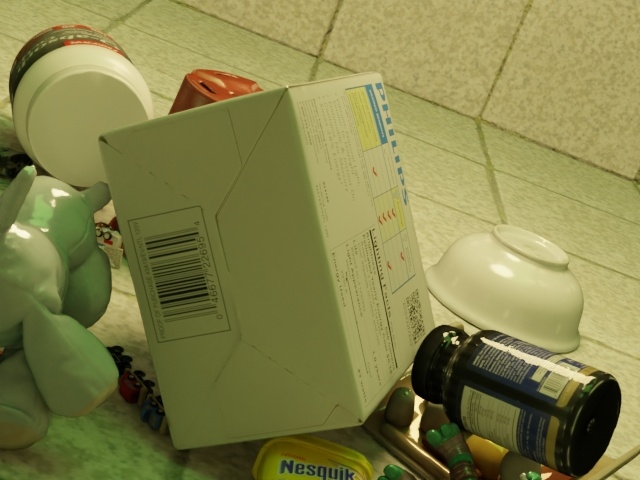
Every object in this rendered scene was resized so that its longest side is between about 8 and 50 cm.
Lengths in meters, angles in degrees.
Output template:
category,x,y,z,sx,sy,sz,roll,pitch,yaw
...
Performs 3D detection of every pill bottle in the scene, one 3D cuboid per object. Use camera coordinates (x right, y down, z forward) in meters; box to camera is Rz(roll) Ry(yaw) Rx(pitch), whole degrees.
category,x,y,z,sx,sy,sz,roll,pitch,yaw
pill bottle,0.217,0.173,1.377,0.219,0.123,0.123,21,15,36
pill bottle,-0.370,-0.209,1.870,0.210,0.210,0.363,15,12,-20

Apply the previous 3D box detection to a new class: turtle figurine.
category,x,y,z,sx,sy,sz,roll,pitch,yaw
turtle figurine,0.151,0.302,1.285,0.175,0.118,0.234,-25,30,-7

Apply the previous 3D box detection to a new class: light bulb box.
category,x,y,z,sx,sy,sz,roll,pitch,yaw
light bulb box,-0.040,0.006,1.394,0.225,0.358,0.361,-10,7,19

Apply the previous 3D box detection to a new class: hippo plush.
category,x,y,z,sx,sy,sz,roll,pitch,yaw
hippo plush,-0.325,0.038,1.217,0.234,0.294,0.236,-12,26,6

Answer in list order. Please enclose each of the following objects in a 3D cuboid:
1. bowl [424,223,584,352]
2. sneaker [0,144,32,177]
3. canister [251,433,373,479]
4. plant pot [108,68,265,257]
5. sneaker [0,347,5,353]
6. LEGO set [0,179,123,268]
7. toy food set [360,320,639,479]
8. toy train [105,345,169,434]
category,x,y,z,sx,sy,sz,roll,pitch,yaw
bowl,0.339,0.062,2.101,0.298,0.134,0.298,19,19,-7
sneaker,-0.501,-0.122,1.814,0.058,0.052,0.135,27,10,34
canister,-0.010,0.275,1.234,0.126,0.073,0.170,20,21,-6
plant pot,-0.144,-0.093,1.782,0.272,0.265,0.272,19,20,-7
sneaker,-0.364,0.030,1.429,0.099,0.121,0.262,17,19,-12
LEGO set,-0.384,-0.026,1.705,0.182,0.060,0.244,8,14,-26
toy food set,0.213,0.220,1.498,0.220,0.092,0.306,-23,46,-39
toy train,-0.210,0.167,1.373,0.036,0.027,0.158,0,29,-41
